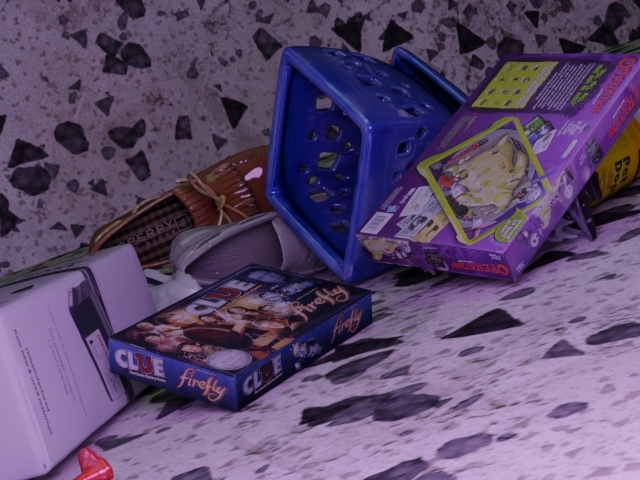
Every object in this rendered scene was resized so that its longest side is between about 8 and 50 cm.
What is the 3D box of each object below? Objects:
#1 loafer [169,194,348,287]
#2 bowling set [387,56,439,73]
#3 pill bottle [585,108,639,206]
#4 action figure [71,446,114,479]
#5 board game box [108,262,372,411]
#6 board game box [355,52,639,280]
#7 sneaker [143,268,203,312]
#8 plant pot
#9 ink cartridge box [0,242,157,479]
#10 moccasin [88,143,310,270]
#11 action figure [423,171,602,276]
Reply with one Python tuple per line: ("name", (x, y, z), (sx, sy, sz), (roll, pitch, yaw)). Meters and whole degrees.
("loafer", (-0.049, 0.009, 1.870), (0.319, 0.112, 0.111), (-14, 15, -8))
("bowling set", (0.163, -0.138, 2.138), (0.200, 0.287, 0.154), (-49, 24, -10))
("pill bottle", (0.343, -0.107, 1.731), (0.215, 0.117, 0.117), (-26, 11, -41))
("action figure", (-0.291, 0.236, 0.969), (0.280, 0.091, 0.139), (-23, 15, -34))
("board game box", (-0.079, 0.094, 1.415), (0.165, 0.042, 0.243), (12, 24, 32))
("board game box", (0.215, -0.095, 1.541), (0.208, 0.056, 0.347), (4, 44, 46))
("sneaker", (-0.208, 0.098, 1.810), (0.095, 0.090, 0.235), (-43, 17, -23))
("plant pot", (0.078, -0.114, 1.769), (0.212, 0.236, 0.236), (-11, 36, -29))
("ink cartridge box", (-0.362, 0.143, 1.445), (0.285, 0.166, 0.395), (-16, 6, 13))
("moccasin", (-0.195, -0.045, 2.151), (0.380, 0.139, 0.147), (-19, 9, 2))
("action figure", (0.185, -0.018, 1.601), (0.285, 0.099, 0.185), (-19, 14, 30))
